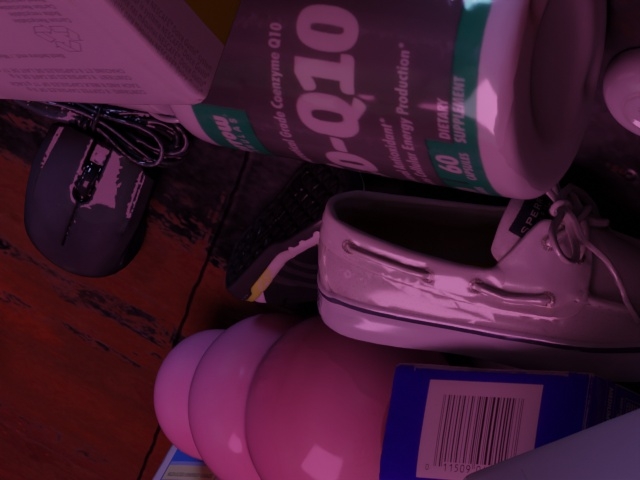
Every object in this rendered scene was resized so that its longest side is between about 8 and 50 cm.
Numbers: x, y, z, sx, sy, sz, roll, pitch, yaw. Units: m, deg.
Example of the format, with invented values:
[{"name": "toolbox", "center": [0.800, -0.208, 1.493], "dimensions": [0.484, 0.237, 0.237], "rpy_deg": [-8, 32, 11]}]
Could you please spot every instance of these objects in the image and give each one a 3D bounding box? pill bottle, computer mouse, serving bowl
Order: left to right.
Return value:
[{"name": "computer mouse", "center": [-0.229, -0.045, 1.858], "dimensions": [0.188, 0.072, 0.272], "rpy_deg": [25, 145, 6]}, {"name": "pill bottle", "center": [0.008, -0.156, 1.435], "dimensions": [0.361, 0.204, 0.204], "rpy_deg": [11, 141, 26]}, {"name": "serving bowl", "center": [0.248, -0.104, 1.476], "dimensions": [0.083, 0.027, 0.083], "rpy_deg": [19, 143, 15]}]

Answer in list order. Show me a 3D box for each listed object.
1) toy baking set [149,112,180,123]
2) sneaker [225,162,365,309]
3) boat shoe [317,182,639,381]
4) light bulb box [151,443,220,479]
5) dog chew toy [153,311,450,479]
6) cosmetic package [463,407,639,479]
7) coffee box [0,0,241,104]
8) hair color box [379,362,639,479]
[{"name": "toy baking set", "center": [-0.166, -0.174, 1.673], "dimensions": [0.256, 0.030, 0.197], "rpy_deg": [21, 151, 8]}, {"name": "sneaker", "center": [0.000, 0.000, 1.760], "dimensions": [0.097, 0.084, 0.234], "rpy_deg": [22, 152, -18]}, {"name": "boat shoe", "center": [0.174, 0.006, 1.582], "dimensions": [0.367, 0.136, 0.157], "rpy_deg": [8, 123, 17]}, {"name": "light bulb box", "center": [-0.018, 0.370, 1.963], "dimensions": [0.357, 0.361, 0.225], "rpy_deg": [1, 137, 35]}, {"name": "dog chew toy", "center": [-0.029, 0.157, 1.864], "dimensions": [0.331, 0.207, 0.207], "rpy_deg": [6, 139, 44]}, {"name": "cosmetic package", "center": [0.356, 0.212, 1.401], "dimensions": [0.453, 0.230, 0.161], "rpy_deg": [-21, 136, -7]}, {"name": "coffee box", "center": [-0.235, -0.313, 1.241], "dimensions": [0.337, 0.334, 0.338], "rpy_deg": [4, 156, 31]}, {"name": "hair color box", "center": [0.220, 0.189, 1.661], "dimensions": [0.185, 0.110, 0.339], "rpy_deg": [1, 164, 36]}]
